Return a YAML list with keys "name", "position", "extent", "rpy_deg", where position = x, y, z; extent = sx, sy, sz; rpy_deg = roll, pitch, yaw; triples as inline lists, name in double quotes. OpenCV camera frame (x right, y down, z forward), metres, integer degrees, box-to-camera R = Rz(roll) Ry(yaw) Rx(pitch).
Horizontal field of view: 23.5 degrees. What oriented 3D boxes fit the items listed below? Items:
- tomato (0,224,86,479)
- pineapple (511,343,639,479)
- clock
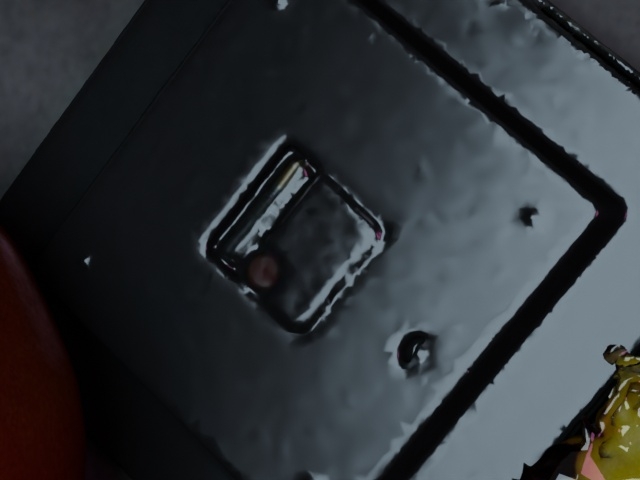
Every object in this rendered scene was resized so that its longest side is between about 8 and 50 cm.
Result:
- name: "tomato"
  position: [-0.246, 0.088, 0.641]
  extent: [0.298, 0.226, 0.299]
  rpy_deg: [1, 92, 33]
- name: "pineapple"
  position: [0.175, 0.124, 0.565]
  extent: [0.224, 0.076, 0.225]
  rpy_deg: [0, 90, 21]
- name: "clock"
  position: [0.000, 0.000, 0.659]
  extent: [0.273, 0.049, 0.279]
  rpy_deg: [42, 102, 19]
